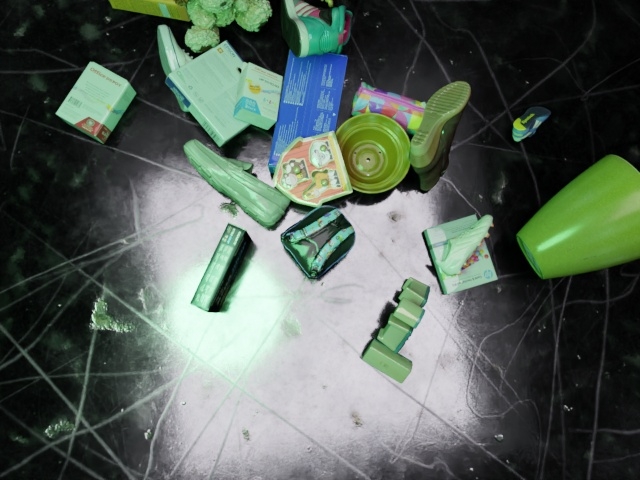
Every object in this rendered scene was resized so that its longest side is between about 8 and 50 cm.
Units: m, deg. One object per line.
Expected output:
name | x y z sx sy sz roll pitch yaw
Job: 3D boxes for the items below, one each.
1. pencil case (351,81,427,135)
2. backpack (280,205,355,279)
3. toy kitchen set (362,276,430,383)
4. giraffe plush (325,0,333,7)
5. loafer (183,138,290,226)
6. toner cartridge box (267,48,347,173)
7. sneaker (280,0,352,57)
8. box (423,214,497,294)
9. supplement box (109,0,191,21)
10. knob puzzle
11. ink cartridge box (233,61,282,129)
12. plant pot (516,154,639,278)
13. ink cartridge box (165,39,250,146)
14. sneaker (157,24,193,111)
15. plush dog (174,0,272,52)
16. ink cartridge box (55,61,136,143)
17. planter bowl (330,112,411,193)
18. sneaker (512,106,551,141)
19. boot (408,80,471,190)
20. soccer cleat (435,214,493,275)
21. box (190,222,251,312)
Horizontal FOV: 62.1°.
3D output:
pencil case | 0.205 -0.361 1.465 0.236 0.104 0.105 15 82 1
backpack | 0.000 0.000 1.398 0.173 0.117 0.158 -39 85 -6
toy kitchen set | 0.226 0.232 1.401 0.122 0.166 0.207 31 119 3
giraffe plush | 0.022 -0.750 1.447 0.181 0.210 0.171 22 56 -24
loafer | -0.224 -0.169 1.425 0.319 0.112 0.111 39 78 -4
toner cartridge box | -0.033 -0.347 1.467 0.165 0.075 0.348 10 82 1
sneaker | -0.006 -0.597 1.448 0.178 0.124 0.296 -7 47 -14
box | 0.379 0.038 1.444 0.145 0.038 0.186 -16 84 -4
supplement box | -0.481 -0.692 1.503 0.233 0.080 0.078 9 80 2
knob puzzle | -0.032 -0.179 1.385 0.212 0.030 0.214 0 89 4
ink cartridge box | -0.166 -0.405 1.437 0.104 0.061 0.182 16 67 -27
plant pot | 0.673 -0.028 1.367 0.293 0.275 0.275 -29 84 10
ink cartridge box | -0.265 -0.400 1.439 0.223 0.045 0.224 51 56 -10
sneaker | -0.381 -0.480 1.480 0.091 0.094 0.258 -19 85 -25
plush dog | -0.280 -0.668 1.425 0.262 0.225 0.211 -26 83 -8
ink cartridge box | -0.610 -0.377 1.455 0.127 0.072 0.175 29 82 3
planter bowl | 0.134 -0.229 1.446 0.216 0.090 0.218 0 86 -1
sneaker | 0.591 -0.330 1.498 0.144 0.059 0.053 -32 52 -21
boot | 0.321 -0.275 1.413 0.090 0.207 0.248 32 79 29
soccer cleat | 0.381 0.003 1.398 0.076 0.068 0.196 36 85 6
box | -0.248 0.074 1.351 0.051 0.175 0.221 24 81 1
